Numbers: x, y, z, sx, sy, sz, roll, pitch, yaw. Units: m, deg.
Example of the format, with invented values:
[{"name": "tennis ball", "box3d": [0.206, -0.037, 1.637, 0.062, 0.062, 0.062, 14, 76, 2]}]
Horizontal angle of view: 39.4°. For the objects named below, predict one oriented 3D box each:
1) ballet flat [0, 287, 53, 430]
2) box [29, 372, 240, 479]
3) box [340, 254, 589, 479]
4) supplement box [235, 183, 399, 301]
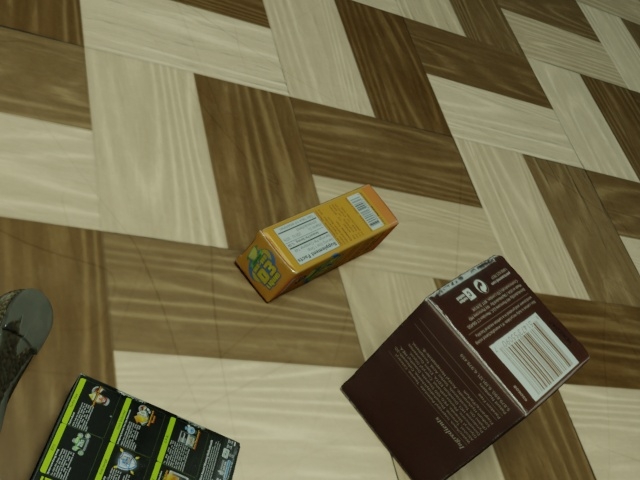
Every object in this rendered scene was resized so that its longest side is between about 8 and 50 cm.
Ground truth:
[{"name": "ballet flat", "box3d": [-0.331, 0.143, 0.835, 0.084, 0.058, 0.250, 58, 34, -35]}, {"name": "box", "box3d": [-0.183, 0.244, 0.852, 0.184, 0.045, 0.191, 25, 43, -12]}, {"name": "box", "box3d": [0.170, 0.158, 1.067, 0.167, 0.203, 0.168, 50, 41, 14]}, {"name": "supplement box", "box3d": [0.000, 0.000, 1.188, 0.233, 0.078, 0.080, -23, 71, -45]}]
